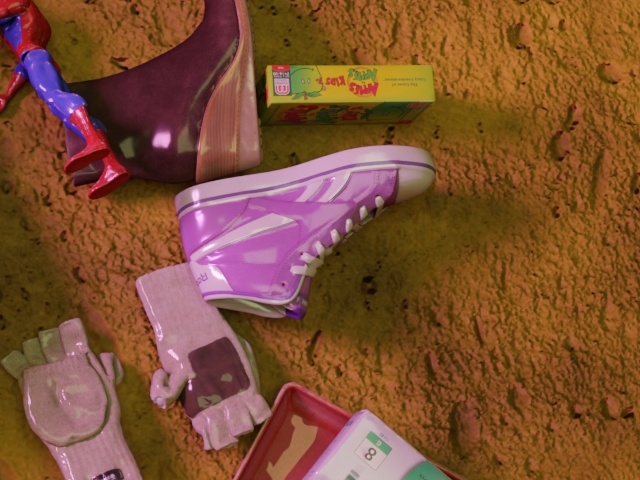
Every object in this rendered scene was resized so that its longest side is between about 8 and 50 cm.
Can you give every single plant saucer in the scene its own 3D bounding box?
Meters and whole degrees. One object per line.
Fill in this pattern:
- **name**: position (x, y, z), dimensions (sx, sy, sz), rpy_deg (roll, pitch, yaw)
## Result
- **plant saucer**: position (0.013, 0.319, 1.428), dimensions (0.258, 0.048, 0.259), rpy_deg (30, 75, -6)

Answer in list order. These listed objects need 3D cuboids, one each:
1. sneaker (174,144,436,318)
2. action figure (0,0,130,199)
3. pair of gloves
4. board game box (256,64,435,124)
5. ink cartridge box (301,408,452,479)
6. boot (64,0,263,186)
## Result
- **sneaker**: position (0.000, 0.000, 1.455), dimensions (0.282, 0.102, 0.161), rpy_deg (-14, 71, -4)
- **action figure**: position (-0.314, -0.152, 1.410), dimensions (0.139, 0.091, 0.280), rpy_deg (-28, 61, -1)
- **pair of gloves**: position (-0.183, 0.148, 1.410), dimensions (0.240, 0.042, 0.204), rpy_deg (-26, 72, -21)
- **board game box**: position (0.024, -0.158, 1.503), dimensions (0.181, 0.092, 0.043), rpy_deg (-2, 81, -13)
- **ink cartridge box**: position (0.042, 0.312, 1.386), dimensions (0.181, 0.056, 0.224), rpy_deg (41, 72, -2)
- **boot**: position (-0.172, -0.176, 1.465), dimensions (0.207, 0.090, 0.248), rpy_deg (-4, 69, -5)
